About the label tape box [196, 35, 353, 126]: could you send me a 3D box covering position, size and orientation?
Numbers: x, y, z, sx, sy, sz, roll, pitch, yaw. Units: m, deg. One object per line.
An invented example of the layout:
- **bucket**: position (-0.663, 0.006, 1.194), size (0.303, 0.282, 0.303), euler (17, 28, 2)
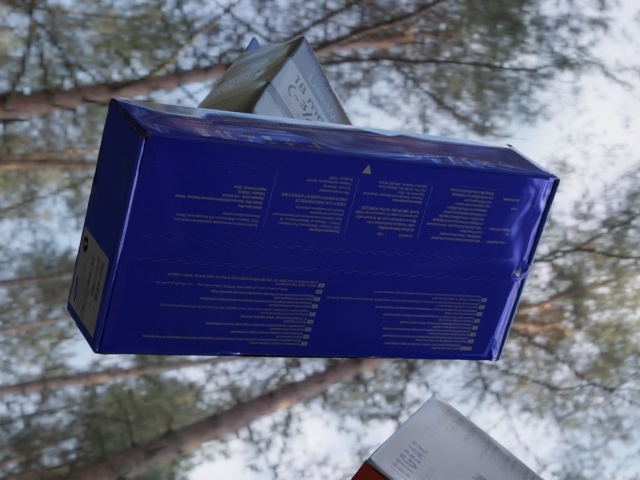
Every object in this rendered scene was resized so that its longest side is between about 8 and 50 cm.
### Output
- **label tape box**: position (-0.017, -0.083, 1.476), size (0.105, 0.334, 0.241), euler (-21, -69, 24)

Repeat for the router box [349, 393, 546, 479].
- **router box**: position (0.159, 0.264, 1.065), size (0.301, 0.335, 0.082), euler (38, -81, 9)

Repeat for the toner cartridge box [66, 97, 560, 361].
- **toner cartridge box**: position (0.000, 0.000, 1.018), size (0.075, 0.347, 0.165), euler (45, -56, 53)
